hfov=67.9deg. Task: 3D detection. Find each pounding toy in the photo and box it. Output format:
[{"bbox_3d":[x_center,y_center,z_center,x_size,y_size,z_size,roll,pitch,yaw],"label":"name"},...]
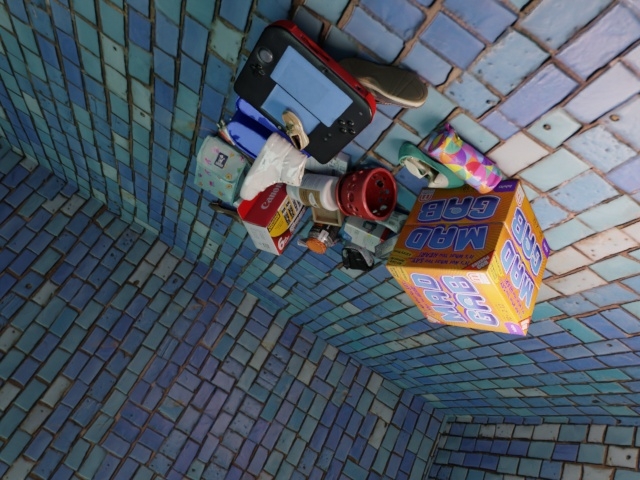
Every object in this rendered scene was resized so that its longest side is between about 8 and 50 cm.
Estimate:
[{"bbox_3d":[0.071,-0.152,1.985,0.206,0.094,0.181,10,144,16],"label":"pounding toy"}]

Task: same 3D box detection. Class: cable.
[{"bbox_3d":[-0.333,-0.370,1.955,0.139,0.072,0.287,1,124,48],"label":"cable"}]

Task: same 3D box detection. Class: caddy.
[{"bbox_3d":[-0.157,-0.403,1.674,0.341,0.179,0.241,34,131,-8],"label":"caddy"}]

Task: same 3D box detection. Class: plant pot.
[{"bbox_3d":[0.159,-0.169,1.750,0.174,0.191,0.191,3,144,46],"label":"plant pot"}]

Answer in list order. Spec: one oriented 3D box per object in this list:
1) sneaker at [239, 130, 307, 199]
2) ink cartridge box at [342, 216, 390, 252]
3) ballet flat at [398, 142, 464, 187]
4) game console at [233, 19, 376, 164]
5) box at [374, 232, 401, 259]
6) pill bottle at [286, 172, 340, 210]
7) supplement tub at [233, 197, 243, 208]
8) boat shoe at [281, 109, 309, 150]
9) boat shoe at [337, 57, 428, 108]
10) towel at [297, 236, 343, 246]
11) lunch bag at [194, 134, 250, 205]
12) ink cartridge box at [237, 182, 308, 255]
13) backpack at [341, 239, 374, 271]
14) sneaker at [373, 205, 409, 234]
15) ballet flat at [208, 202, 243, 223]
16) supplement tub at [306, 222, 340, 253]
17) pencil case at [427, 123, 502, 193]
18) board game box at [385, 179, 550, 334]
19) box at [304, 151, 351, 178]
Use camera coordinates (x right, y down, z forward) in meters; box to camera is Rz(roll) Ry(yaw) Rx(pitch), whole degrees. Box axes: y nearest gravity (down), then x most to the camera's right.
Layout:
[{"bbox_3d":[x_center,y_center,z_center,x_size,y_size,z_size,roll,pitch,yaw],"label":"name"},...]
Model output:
[{"bbox_3d":[-0.157,-0.212,1.636,0.169,0.108,0.292,34,129,-4],"label":"sneaker"},{"bbox_3d":[0.220,-0.023,2.068,0.231,0.078,0.134,25,154,8],"label":"ink cartridge box"},{"bbox_3d":[0.356,-0.224,1.570,0.247,0.087,0.083,32,153,-6],"label":"ballet flat"},{"bbox_3d":[-0.054,-0.422,1.417,0.386,0.060,0.342,39,143,-12],"label":"game console"},{"bbox_3d":[0.360,0.023,1.905,0.183,0.056,0.231,10,153,-34],"label":"box"},{"bbox_3d":[-0.022,-0.196,1.871,0.229,0.131,0.131,15,151,43],"label":"pill bottle"},{"bbox_3d":[-0.423,-0.206,2.393,0.107,0.071,0.071,33,153,-5],"label":"supplement tub"},{"bbox_3d":[-0.081,-0.340,1.475,0.050,0.045,0.135,1,138,41],"label":"boat shoe"},{"bbox_3d":[0.174,-0.439,1.368,0.285,0.103,0.092,25,159,18],"label":"boat shoe"},{"bbox_3d":[0.000,0.000,2.245,0.144,0.197,0.029,14,111,31],"label":"towel"},{"bbox_3d":[-0.428,-0.320,2.108,0.223,0.160,0.262,31,138,5],"label":"lunch bag"},{"bbox_3d":[-0.185,-0.145,1.995,0.130,0.309,0.272,17,151,24],"label":"ink cartridge box"},{"bbox_3d":[0.168,0.059,2.225,0.152,0.115,0.182,1,143,25],"label":"backpack"},{"bbox_3d":[0.285,-0.088,1.907,0.232,0.090,0.115,30,-175,-26],"label":"sneaker"},{"bbox_3d":[-0.500,-0.159,2.579,0.250,0.058,0.084,25,-171,21],"label":"ballet flat"},{"bbox_3d":[0.018,-0.043,2.106,0.117,0.190,0.117,23,152,13],"label":"supplement tub"},{"bbox_3d":[0.439,-0.244,1.445,0.236,0.104,0.104,36,153,-13],"label":"pencil case"},{"bbox_3d":[0.509,0.057,1.612,0.357,0.356,0.356,0,142,44],"label":"board game box"},{"bbox_3d":[0.020,-0.301,1.823,0.186,0.038,0.145,23,153,11],"label":"box"}]
